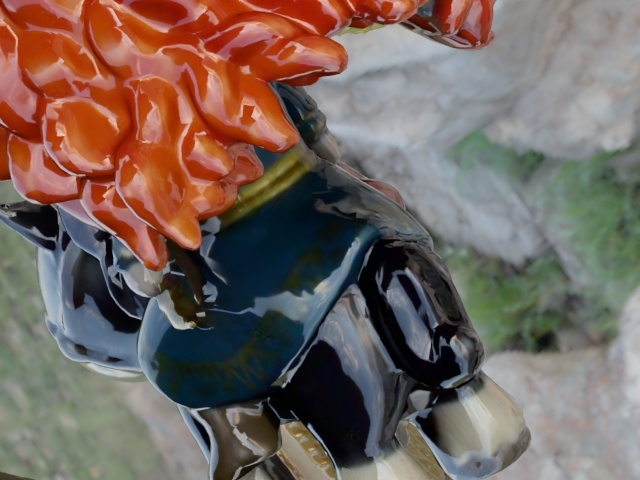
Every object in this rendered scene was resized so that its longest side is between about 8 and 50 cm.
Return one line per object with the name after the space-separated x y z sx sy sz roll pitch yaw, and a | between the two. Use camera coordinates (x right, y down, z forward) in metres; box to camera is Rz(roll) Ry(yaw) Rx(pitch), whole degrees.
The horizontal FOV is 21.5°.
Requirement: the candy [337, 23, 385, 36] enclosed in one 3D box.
0.022 -0.196 1.212 0.199 0.094 0.106 22 136 63 | candy

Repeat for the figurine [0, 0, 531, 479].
-0.058 -0.049 0.710 0.306 0.241 0.412 42 155 47 | figurine

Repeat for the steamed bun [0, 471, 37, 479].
-0.138 0.198 0.608 0.309 0.219 0.324 33 158 -32 | steamed bun

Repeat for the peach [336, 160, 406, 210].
-0.001 -0.001 0.954 0.101 0.100 0.101 38 147 30 | peach

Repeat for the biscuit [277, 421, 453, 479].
0.007 0.150 1.329 0.079 0.259 0.259 -43 80 20 | biscuit
